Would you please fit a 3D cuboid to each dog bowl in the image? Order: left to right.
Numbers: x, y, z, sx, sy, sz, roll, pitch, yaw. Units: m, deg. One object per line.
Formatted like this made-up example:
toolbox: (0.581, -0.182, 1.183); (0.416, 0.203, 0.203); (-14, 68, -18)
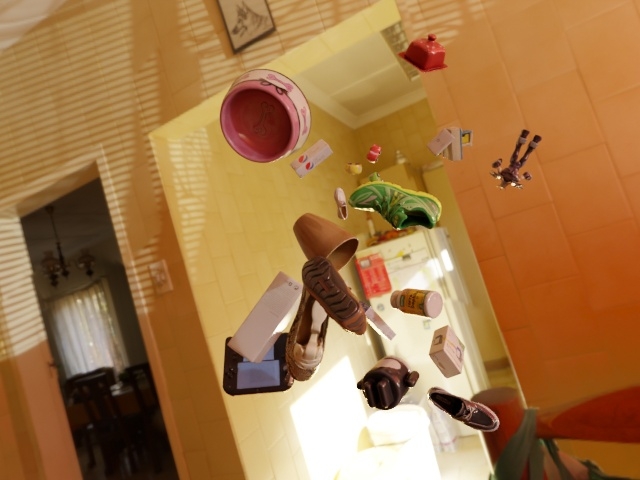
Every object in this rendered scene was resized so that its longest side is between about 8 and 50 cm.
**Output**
dog bowl: (-0.255, -0.522, 1.852); (0.408, 0.407, 0.150); (-19, 25, 25)

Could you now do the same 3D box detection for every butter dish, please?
butter dish: (0.411, -0.734, 1.632); (0.160, 0.160, 0.118); (-24, -31, -32)

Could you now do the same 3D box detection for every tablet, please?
tablet: (0.401, -0.329, 1.417); (0.083, 0.054, 0.006); (-45, -20, 20)

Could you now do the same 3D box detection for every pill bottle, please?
pill bottle: (0.405, 0.264, 1.815); (0.118, 0.117, 0.209); (-13, 9, -38)

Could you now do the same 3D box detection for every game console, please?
game console: (-0.343, 0.682, 2.356); (0.387, 0.341, 0.060); (-3, -32, -3)

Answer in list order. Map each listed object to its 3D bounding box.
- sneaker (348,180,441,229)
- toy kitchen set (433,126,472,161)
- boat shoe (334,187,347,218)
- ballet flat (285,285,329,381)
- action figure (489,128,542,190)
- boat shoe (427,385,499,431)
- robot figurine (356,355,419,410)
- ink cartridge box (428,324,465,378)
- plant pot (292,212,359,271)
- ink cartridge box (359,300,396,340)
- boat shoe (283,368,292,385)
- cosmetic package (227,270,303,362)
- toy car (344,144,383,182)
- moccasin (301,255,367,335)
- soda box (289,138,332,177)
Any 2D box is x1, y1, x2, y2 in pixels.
sneaker: (0.232, -0.105, 1.333); (0.296, 0.123, 0.109); (10, -38, 7)
toy kitchen set: (0.553, -0.406, 1.674); (0.166, 0.122, 0.207); (-12, 23, -4)
boat shoe: (0.067, -0.114, 1.313); (0.035, 0.100, 0.035); (-12, 14, -23)
ballet flat: (-0.036, 0.351, 1.690); (0.164, 0.482, 0.182); (12, 0, -13)
action figure: (0.892, -0.352, 1.923); (0.284, 0.186, 0.099); (-62, -6, 7)
boat shoe: (0.588, 0.698, 1.748); (0.301, 0.108, 0.102); (26, -5, 17)
robot figurine: (0.272, 0.576, 1.727); (0.209, 0.173, 0.278); (28, 18, 24)
ink cartridge box: (0.620, 0.540, 2.069); (0.093, 0.154, 0.212); (-34, 6, 33)
plant pot: (0.000, 0.000, 1.882); (0.237, 0.254, 0.237); (-36, -27, -21)
ink cartridge box: (0.248, 0.364, 1.913); (0.046, 0.207, 0.097); (-47, 23, -11)
boat shoe: (-0.151, 0.633, 2.022); (0.040, 0.049, 0.142); (20, 22, -7)
cosmetic package: (-0.262, 0.403, 2.203); (0.453, 0.162, 0.230); (-55, -12, -14)
toy car: (0.269, -0.371, 2.300); (0.239, 0.224, 0.053); (-31, 10, 29)
moccasin: (0.048, 0.185, 1.485); (0.139, 0.147, 0.380); (-38, 42, -10)
soda box: (-0.047, -0.424, 2.192); (0.216, 0.074, 0.069); (-39, -40, 2)
